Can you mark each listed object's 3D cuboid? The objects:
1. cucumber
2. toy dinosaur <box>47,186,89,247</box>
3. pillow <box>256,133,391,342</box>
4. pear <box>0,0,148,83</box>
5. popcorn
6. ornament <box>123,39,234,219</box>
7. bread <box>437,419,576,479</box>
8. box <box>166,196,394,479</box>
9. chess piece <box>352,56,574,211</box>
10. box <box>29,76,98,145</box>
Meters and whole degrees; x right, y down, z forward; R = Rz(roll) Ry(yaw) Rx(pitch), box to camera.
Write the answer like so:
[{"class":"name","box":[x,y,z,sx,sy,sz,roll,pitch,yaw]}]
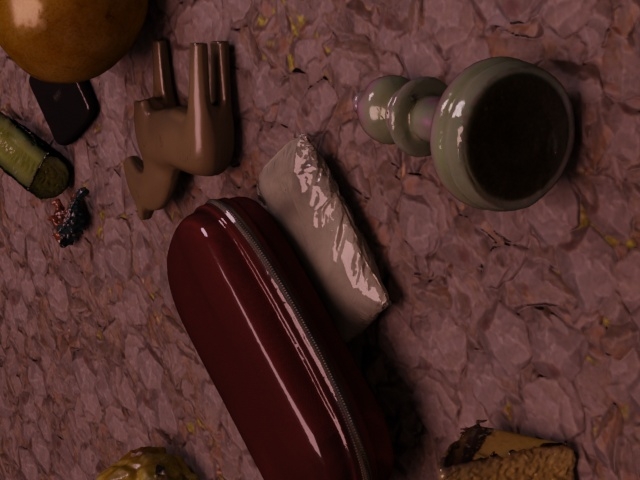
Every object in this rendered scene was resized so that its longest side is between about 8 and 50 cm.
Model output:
[{"class":"cucumber","box":[-0.457,-0.132,1.922,0.211,0.062,0.078,33,93,46]},{"class":"toy dinosaur","box":[-0.372,-0.036,1.852,0.055,0.049,0.154,61,145,20]},{"class":"pillow","box":[0.000,0.000,1.415,0.128,0.051,0.229,-40,73,53]},{"class":"pear","box":[-0.319,-0.310,1.581,0.209,0.209,0.208,21,118,45]},{"class":"popcorn","box":[-0.250,0.373,1.772,0.173,0.173,0.142,0,110,50]},{"class":"ornament","box":[-0.191,-0.135,1.590,0.230,0.061,0.244,14,110,49]},{"class":"bread","box":[0.176,0.269,1.225,0.127,0.152,0.147,4,106,39]},{"class":"box","box":[-0.052,0.141,1.450,0.404,0.108,0.263,60,156,17]},{"class":"chess piece","box":[0.108,-0.118,1.202,0.272,0.139,0.139,24,121,56]},{"class":"box","box":[-0.373,-0.212,1.815,0.126,0.027,0.125,-35,78,49]}]
